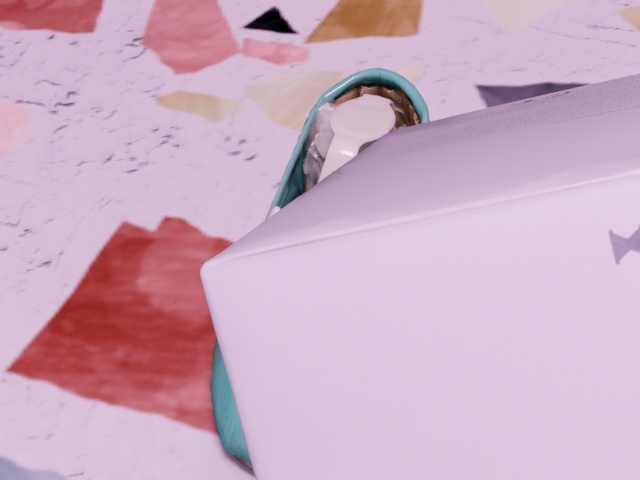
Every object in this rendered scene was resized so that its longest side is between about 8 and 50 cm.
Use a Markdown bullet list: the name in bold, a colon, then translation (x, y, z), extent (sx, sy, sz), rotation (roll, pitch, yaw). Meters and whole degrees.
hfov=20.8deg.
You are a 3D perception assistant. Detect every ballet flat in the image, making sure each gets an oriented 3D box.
- **ballet flat**: translation (0.000, 0.000, 0.837), extent (0.083, 0.087, 0.247), rotation (6, 42, 14)

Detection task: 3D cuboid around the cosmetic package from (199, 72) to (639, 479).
- **cosmetic package**: translation (0.082, 0.076, 0.558), extent (0.138, 0.224, 0.224), rotation (-12, 9, 16)
